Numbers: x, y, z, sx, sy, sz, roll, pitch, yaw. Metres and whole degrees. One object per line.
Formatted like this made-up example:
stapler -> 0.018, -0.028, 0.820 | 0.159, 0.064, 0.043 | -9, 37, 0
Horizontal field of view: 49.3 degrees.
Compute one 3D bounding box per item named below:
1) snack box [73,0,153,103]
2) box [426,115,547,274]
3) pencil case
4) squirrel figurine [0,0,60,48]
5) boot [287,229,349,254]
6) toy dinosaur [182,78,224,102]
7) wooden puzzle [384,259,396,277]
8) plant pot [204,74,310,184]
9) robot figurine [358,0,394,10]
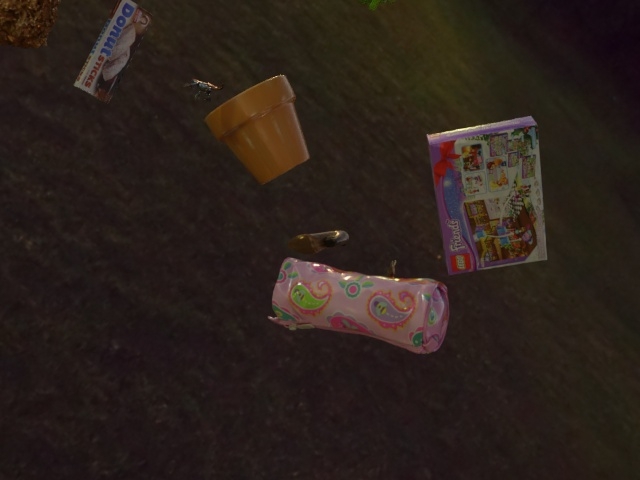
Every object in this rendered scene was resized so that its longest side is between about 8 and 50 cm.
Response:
snack box -> -0.365, -0.336, 1.233 | 0.064, 0.178, 0.022 | 27, 1, -43
box -> 0.329, -0.082, 1.372 | 0.057, 0.201, 0.293 | -86, 165, -62
pencil case -> 0.058, 0.103, 1.111 | 0.284, 0.124, 0.124 | 7, 9, 26
squirrel figurine -> -0.663, -0.639, 1.551 | 0.281, 0.370, 0.396 | -19, 90, -52
boot -> 0.000, 0.000, 1.445 | 0.087, 0.119, 0.042 | -37, 125, -73
toy dinosaur -> -0.282, -0.366, 1.676 | 0.047, 0.090, 0.082 | 81, -17, -51
wooden puzzle -> 0.155, 0.080, 1.573 | 0.006, 0.083, 0.049 | 17, 33, -8
plant pot -> -0.123, -0.234, 1.553 | 0.188, 0.205, 0.205 | 61, 23, -6
robot figurine -> 0.119, -0.540, 1.489 | 0.067, 0.115, 0.101 | 81, 17, -49
